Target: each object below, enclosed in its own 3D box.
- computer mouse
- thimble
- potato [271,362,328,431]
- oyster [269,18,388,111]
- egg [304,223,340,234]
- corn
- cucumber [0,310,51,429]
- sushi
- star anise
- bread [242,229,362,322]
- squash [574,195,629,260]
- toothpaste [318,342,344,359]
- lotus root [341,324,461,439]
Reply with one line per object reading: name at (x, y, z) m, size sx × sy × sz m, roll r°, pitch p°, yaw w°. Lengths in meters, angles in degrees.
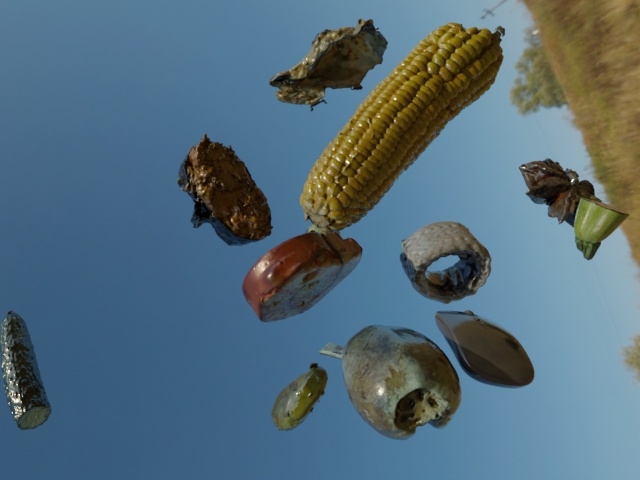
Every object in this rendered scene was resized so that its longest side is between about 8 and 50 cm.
computer mouse at (0.269, 0.169, 0.747) m, size 0.120 × 0.057 × 0.232 m, roll 11°, pitch -166°, yaw -1°
thimble at (0.365, 0.063, 1.299) m, size 0.245 × 0.217 × 0.157 m, roll 4°, pitch -155°, yaw -10°
potato at (-0.058, 0.452, 1.267) m, size 0.090 × 0.225 × 0.117 m, roll 29°, pitch -166°, yaw -41°
oyster at (0.025, -0.474, 1.220) m, size 0.198 × 0.337 × 0.133 m, roll 41°, pitch -159°, yaw -50°
egg at (0.000, 0.000, 1.753) m, size 0.141 × 0.141 × 0.182 m, roll 44°, pitch -110°, yaw -22°
corn at (0.089, -0.136, 0.511) m, size 0.313 × 0.102 × 0.102 m, roll -45°, pitch -72°, yaw -12°
cucumber at (-0.622, 0.254, 0.912) m, size 0.067 × 0.068 × 0.293 m, roll 3°, pitch -148°, yaw -46°
sushi at (-0.303, -0.128, 1.355) m, size 0.234 × 0.207 × 0.349 m, roll -39°, pitch -79°, yaw -15°
star anise at (0.788, -0.155, 1.425) m, size 0.331 × 0.118 × 0.332 m, roll 18°, pitch -139°, yaw -16°
bread at (-0.057, 0.103, 1.215) m, size 0.327 × 0.295 × 0.114 m, roll -11°, pitch -123°, yaw -49°
squash at (0.609, -0.023, 0.997) m, size 0.105 × 0.132 × 0.105 m, roll 15°, pitch -157°, yaw -7°
toothpaste at (0.082, 0.387, 1.505) m, size 0.060 × 0.233 × 0.038 m, roll -40°, pitch -68°, yaw -30°
lotus root at (0.108, 0.202, 0.720) m, size 0.158 × 0.322 × 0.140 m, roll -18°, pitch -85°, yaw -7°
